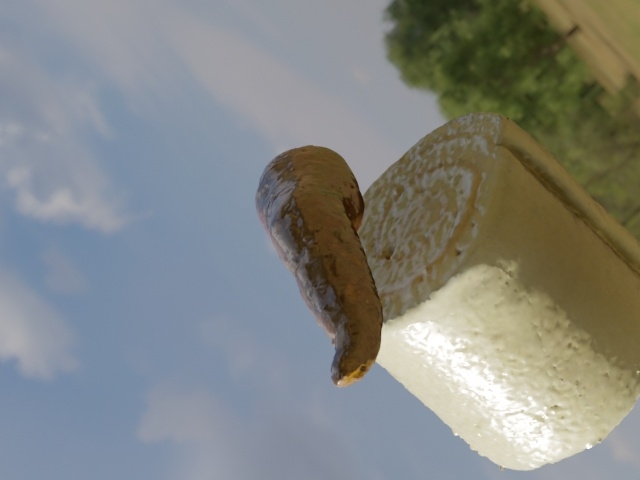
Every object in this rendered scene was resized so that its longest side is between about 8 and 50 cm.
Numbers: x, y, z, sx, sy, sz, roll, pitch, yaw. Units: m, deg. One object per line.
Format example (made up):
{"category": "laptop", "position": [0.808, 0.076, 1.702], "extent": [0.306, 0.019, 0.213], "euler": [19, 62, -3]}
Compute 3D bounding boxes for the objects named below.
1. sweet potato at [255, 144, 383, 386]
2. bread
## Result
{"category": "sweet potato", "position": [0.000, 0.000, 0.670], "extent": [0.050, 0.050, 0.214], "euler": [43, -171, -17]}
{"category": "bread", "position": [0.094, 0.028, 0.842], "extent": [0.141, 0.134, 0.148], "euler": [41, -126, -24]}
